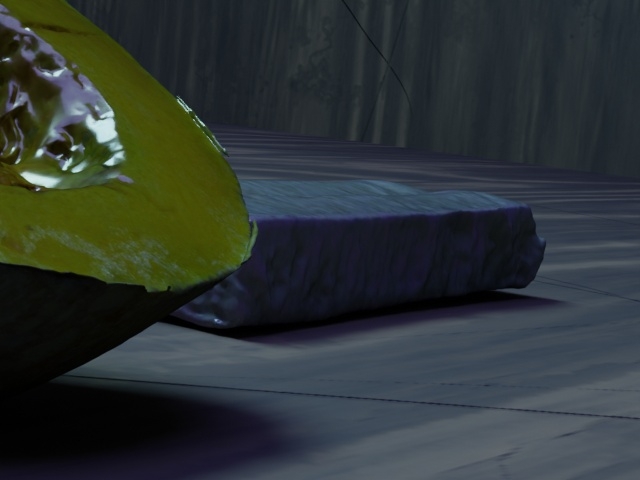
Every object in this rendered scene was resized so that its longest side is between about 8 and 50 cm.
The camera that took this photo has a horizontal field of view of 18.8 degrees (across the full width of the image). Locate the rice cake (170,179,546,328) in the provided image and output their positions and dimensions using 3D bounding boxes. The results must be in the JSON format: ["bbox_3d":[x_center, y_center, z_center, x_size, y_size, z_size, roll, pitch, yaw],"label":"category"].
[{"bbox_3d":[-0.002,0.000,0.852,0.106,0.050,0.298,9,6,28],"label":"rice cake"}]

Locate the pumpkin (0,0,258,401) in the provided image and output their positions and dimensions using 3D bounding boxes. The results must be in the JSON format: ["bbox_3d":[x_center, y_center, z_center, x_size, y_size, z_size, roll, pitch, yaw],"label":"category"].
[{"bbox_3d":[-0.134,-0.021,0.526,0.217,0.110,0.217,34,12,-9],"label":"pumpkin"}]
